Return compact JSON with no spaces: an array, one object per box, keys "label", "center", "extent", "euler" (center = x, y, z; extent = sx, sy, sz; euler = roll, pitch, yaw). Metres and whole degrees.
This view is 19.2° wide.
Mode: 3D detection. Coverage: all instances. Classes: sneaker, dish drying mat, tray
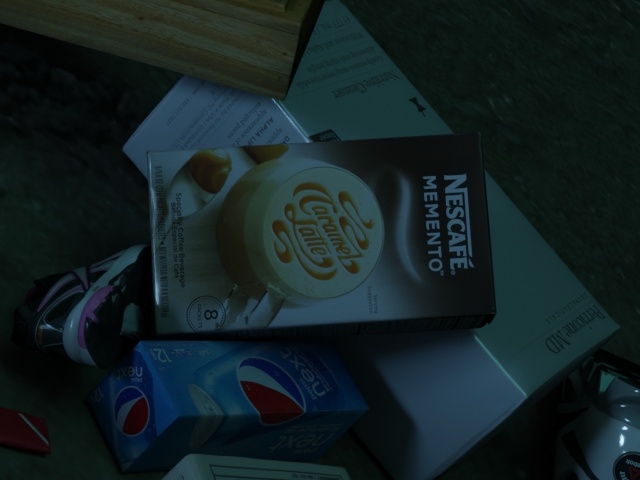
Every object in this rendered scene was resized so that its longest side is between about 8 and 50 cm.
[{"label":"sneaker","center":[0.254,0.178,1.691],"extent":[0.122,0.146,0.330],"euler":[21,5,6]},{"label":"dish drying mat","center":[-0.216,0.121,1.254],"extent":[0.083,0.008,0.032],"euler":[21,38,-36]},{"label":"sneaker","center":[-0.170,0.041,1.356],"extent":[0.077,0.072,0.178],"euler":[5,8,9]},{"label":"tray","center":[-0.201,-0.238,1.491],"extent":[0.411,0.076,0.203],"euler":[15,32,2]}]

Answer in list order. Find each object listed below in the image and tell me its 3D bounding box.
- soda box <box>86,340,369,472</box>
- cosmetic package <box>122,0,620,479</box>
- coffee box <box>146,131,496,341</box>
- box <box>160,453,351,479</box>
[{"label":"soda box","center":[-0.064,0.119,1.383],"extent":[0.210,0.071,0.067],"euler":[3,49,-50]},{"label":"cosmetic package","center":[0.045,-0.001,1.586],"extent":[0.385,0.156,0.217],"euler":[48,31,8]},{"label":"coffee box","center":[0.000,0.000,1.407],"extent":[0.098,0.246,0.141],"euler":[90,-5,-81]},{"label":"box","center":[-0.028,0.265,1.186],"extent":[0.149,0.127,0.232],"euler":[12,43,-44]}]
